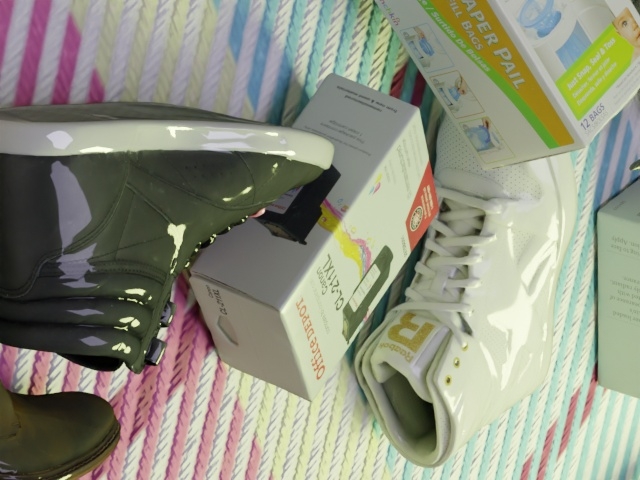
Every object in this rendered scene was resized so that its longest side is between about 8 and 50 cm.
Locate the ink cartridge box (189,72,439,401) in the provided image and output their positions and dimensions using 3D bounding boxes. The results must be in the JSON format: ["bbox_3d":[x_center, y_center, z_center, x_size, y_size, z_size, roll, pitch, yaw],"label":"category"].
[{"bbox_3d":[0.000,0.000,1.315,0.175,0.072,0.127,-56,155,-23],"label":"ink cartridge box"}]

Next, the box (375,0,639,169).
[{"bbox_3d":[0.121,-0.165,1.341,0.114,0.103,0.203,-45,110,-34],"label":"box"}]

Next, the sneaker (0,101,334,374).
[{"bbox_3d":[-0.097,-0.003,1.156,0.295,0.104,0.147,-7,104,-56],"label":"sneaker"}]

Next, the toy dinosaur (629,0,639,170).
[{"bbox_3d":[0.306,-0.175,1.674,0.313,0.121,0.160,-43,123,-30],"label":"toy dinosaur"}]

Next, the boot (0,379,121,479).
[{"bbox_3d":[-0.189,0.083,1.103,0.219,0.082,0.106,-9,113,-50],"label":"boot"}]

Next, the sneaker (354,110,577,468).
[{"bbox_3d":[0.103,0.030,1.458,0.169,0.108,0.293,-37,133,-44],"label":"sneaker"}]

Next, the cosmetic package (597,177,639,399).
[{"bbox_3d":[0.346,0.042,1.756,0.151,0.151,0.184,-34,130,-43],"label":"cosmetic package"}]
